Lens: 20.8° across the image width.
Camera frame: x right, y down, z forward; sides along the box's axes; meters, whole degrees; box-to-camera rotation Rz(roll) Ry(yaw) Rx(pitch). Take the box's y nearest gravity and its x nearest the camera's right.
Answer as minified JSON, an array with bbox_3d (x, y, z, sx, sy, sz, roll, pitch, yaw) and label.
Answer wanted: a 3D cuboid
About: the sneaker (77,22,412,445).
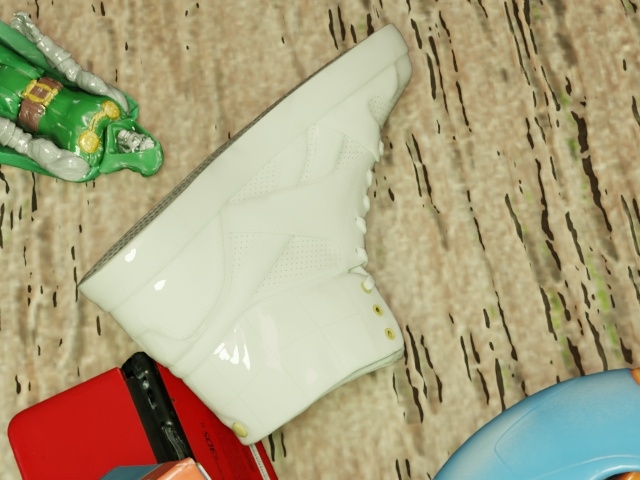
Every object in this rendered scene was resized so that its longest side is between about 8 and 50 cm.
[{"bbox_3d":[0.000,0.000,1.074,0.169,0.108,0.292,48,55,-6],"label":"sneaker"}]

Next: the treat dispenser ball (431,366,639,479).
[{"bbox_3d":[0.170,0.206,0.864,0.288,0.288,0.288,1,64,-2],"label":"treat dispenser ball"}]

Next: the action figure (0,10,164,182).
[{"bbox_3d":[-0.205,-0.098,1.127,0.232,0.063,0.137,25,63,6],"label":"action figure"}]

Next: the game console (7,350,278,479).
[{"bbox_3d":[-0.092,0.146,1.003,0.085,0.124,0.144,-42,54,23],"label":"game console"}]

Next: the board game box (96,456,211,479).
[{"bbox_3d":[-0.013,0.248,0.812,0.064,0.242,0.316,-36,91,-16],"label":"board game box"}]
